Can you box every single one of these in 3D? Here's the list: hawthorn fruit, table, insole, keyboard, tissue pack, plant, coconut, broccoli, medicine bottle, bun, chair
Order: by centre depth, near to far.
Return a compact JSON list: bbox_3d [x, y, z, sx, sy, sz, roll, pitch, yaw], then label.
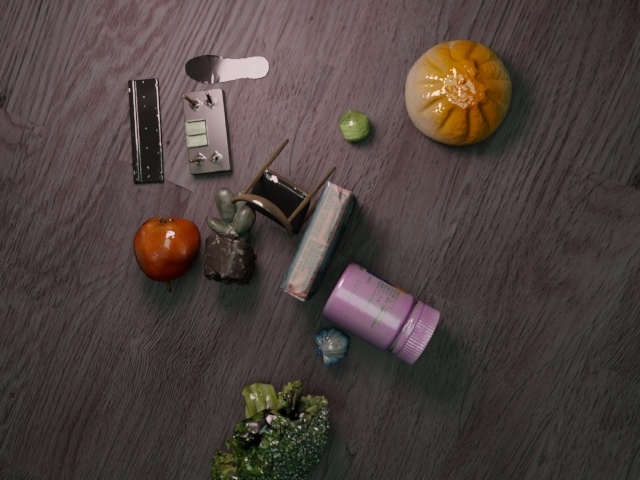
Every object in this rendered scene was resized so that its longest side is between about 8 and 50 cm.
[{"bbox_3d":[-0.108,-0.115,1.708,0.188,0.272,0.166,31,137,5],"label":"chair"},{"bbox_3d":[0.382,-0.413,1.725,0.299,0.165,0.299,0,91,3],"label":"bun"},{"bbox_3d":[0.000,0.000,1.732,0.103,0.228,0.315,24,93,4],"label":"tissue pack"},{"bbox_3d":[-0.131,0.551,1.734,0.277,0.338,0.317,10,68,-23],"label":"broccoli"},{"bbox_3d":[0.167,0.201,1.746,0.291,0.178,0.178,29,93,4],"label":"medicine bottle"},{"bbox_3d":[0.097,-0.329,1.791,0.088,0.088,0.096,-13,119,5],"label":"coconut"},{"bbox_3d":[-0.254,-0.012,1.798,0.149,0.146,0.274,2,82,14],"label":"plant"},{"bbox_3d":[-0.436,0.042,1.801,0.196,0.196,0.225,6,107,5],"label":"hawthorn fruit"},{"bbox_3d":[-0.335,-0.317,1.815,0.122,0.111,0.240,-6,90,6],"label":"table"},{"bbox_3d":[-0.277,-0.507,1.860,0.253,0.005,0.086,1,92,6],"label":"insole"},{"bbox_3d":[-0.524,-0.327,1.877,0.101,0.018,0.309,-3,91,4],"label":"keyboard"}]

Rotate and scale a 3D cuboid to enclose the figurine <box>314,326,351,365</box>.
[{"bbox_3d":[0.041,0.299,1.818,0.114,0.079,0.114,10,64,-21],"label":"figurine"}]
